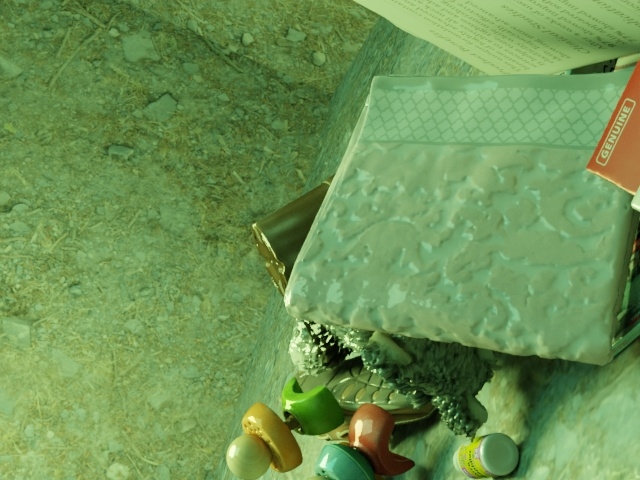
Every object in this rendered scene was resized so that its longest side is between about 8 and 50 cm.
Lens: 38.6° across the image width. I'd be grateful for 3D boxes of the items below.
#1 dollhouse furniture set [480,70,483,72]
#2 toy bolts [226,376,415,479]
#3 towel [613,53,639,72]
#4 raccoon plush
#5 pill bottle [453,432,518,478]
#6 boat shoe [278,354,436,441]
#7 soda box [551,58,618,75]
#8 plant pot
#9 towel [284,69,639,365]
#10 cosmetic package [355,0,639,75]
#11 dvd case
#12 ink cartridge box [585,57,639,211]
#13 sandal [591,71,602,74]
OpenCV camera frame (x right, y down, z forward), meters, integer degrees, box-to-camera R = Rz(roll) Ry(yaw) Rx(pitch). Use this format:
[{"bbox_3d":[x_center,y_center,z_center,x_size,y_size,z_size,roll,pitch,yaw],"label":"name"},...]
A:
[{"bbox_3d":[0.203,-0.191,1.360,0.303,0.173,0.356,165,127,-77],"label":"dollhouse furniture set"},{"bbox_3d":[0.003,0.310,1.193,0.158,0.218,0.228,-37,19,-28],"label":"toy bolts"},{"bbox_3d":[0.380,-0.239,0.964,0.144,0.029,0.197,-171,103,-77],"label":"towel"},{"bbox_3d":[0.085,0.149,1.121,0.446,0.216,0.299,116,172,-45],"label":"raccoon plush"},{"bbox_3d":[0.172,0.230,0.968,0.083,0.043,0.043,133,157,-64],"label":"pill bottle"},{"bbox_3d":[0.069,0.235,1.316,0.123,0.116,0.324,-43,16,-29],"label":"boat shoe"},{"bbox_3d":[0.319,-0.204,1.107,0.063,0.058,0.183,169,123,-77],"label":"soda box"},{"bbox_3d":[0.000,0.000,1.322,0.165,0.167,0.167,-27,2,-13],"label":"plant pot"},{"bbox_3d":[0.155,-0.042,0.932,0.053,0.331,0.317,52,-129,-50],"label":"towel"},{"bbox_3d":[0.231,-0.401,0.971,0.393,0.329,0.328,5,73,68],"label":"cosmetic package"},{"bbox_3d":[0.287,0.045,0.859,0.119,0.013,0.087,-75,13,-45],"label":"dvd case"},{"bbox_3d":[0.323,-0.149,0.684,0.261,0.066,0.296,45,117,57],"label":"ink cartridge box"},{"bbox_3d":[0.286,-0.058,1.014,0.097,0.054,0.255,163,120,-85],"label":"sandal"}]
